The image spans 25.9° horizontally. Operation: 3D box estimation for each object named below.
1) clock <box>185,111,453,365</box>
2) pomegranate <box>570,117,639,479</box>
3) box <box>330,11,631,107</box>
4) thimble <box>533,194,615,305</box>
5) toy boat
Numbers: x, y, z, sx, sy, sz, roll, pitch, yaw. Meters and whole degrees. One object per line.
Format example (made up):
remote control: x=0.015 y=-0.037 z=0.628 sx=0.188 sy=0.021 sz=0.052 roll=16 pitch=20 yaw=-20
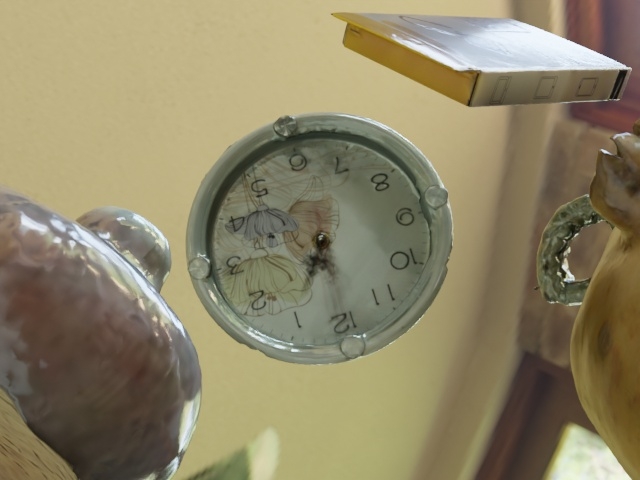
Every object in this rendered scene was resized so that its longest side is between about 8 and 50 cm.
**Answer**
clock: x=0.000 y=0.000 z=1.229 sx=0.236 sy=0.236 sz=0.053 roll=-56 pitch=-15 yaw=-13
pomegranate: x=0.301 y=0.049 z=0.883 sx=0.342 sy=0.342 sz=0.343 roll=-27 pitch=-52 yaw=-40
box: x=0.125 y=-0.141 z=1.080 sx=0.247 sy=0.129 sz=0.033 roll=-8 pitch=-58 yaw=-48
thimble: x=0.235 y=0.010 z=1.223 sx=0.110 sy=0.084 sz=0.062 roll=-50 pitch=-18 yaw=19
toy boat: x=-0.115 y=0.032 z=0.509 sx=0.155 sy=0.227 sz=0.085 roll=46 pitch=-115 yaw=-14
